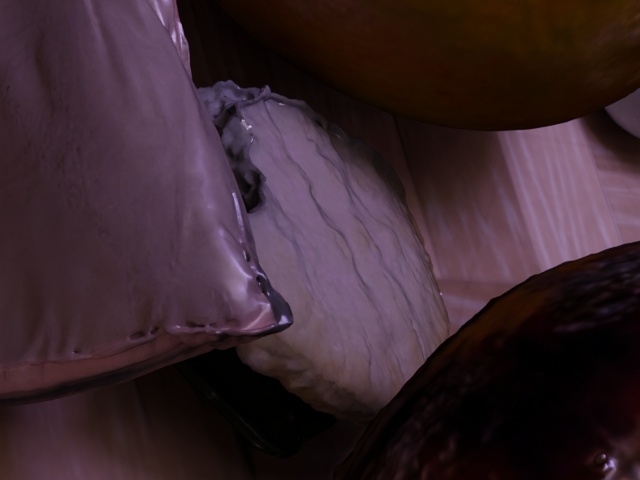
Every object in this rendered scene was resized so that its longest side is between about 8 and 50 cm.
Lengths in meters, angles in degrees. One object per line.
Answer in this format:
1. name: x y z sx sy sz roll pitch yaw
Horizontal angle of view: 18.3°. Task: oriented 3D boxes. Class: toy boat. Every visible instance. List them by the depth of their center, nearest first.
1. toy boat: -0.065 0.012 0.929 0.210 0.052 0.104 45 38 -9

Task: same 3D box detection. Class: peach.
1. peach: 0.064 -0.207 1.031 0.332 0.308 0.307 15 52 -15

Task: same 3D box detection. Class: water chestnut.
1. water chestnut: 0.136 0.152 0.870 0.350 0.350 0.302 13 19 -37

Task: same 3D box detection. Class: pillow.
1. pillow: -0.113 -0.059 0.854 0.067 0.173 0.270 42 33 -59

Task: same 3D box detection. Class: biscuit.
1. biscuit: 0.000 0.000 0.947 0.188 0.040 0.265 57 20 -2

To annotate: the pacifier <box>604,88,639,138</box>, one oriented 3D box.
1. pacifier: 0.255 -0.182 1.266 0.269 0.288 0.343 -54 129 -14
